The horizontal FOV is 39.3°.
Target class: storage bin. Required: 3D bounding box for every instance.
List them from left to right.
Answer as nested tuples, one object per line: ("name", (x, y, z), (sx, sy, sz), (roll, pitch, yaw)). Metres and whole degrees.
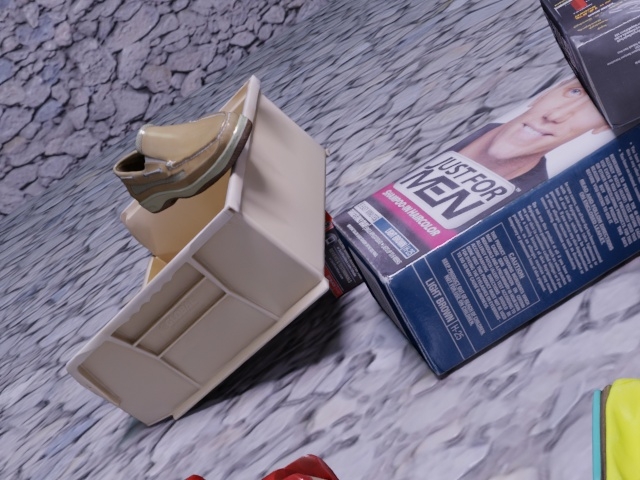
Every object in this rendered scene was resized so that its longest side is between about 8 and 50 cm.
("storage bin", (-0.117, 0.010, 0.907), (0.260, 0.123, 0.262), (-41, 25, 24))

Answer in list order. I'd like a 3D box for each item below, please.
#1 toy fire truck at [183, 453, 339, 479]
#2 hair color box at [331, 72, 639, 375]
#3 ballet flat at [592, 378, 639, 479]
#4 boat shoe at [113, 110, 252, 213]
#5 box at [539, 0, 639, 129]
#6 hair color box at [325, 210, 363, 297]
("toy fire truck", (-0.010, 0.205, 0.476), (0.246, 0.158, 0.217), (-37, 20, 13))
("hair color box", (0.196, -0.045, 0.770), (0.347, 0.105, 0.174), (-31, 22, -3))
("ballet flat", (0.164, 0.151, 0.442), (0.077, 0.077, 0.231), (0, 32, 24))
("boat shoe", (-0.136, -0.078, 0.818), (0.190, 0.072, 0.068), (-26, 34, 48))
("box", (0.339, -0.218, 0.705), (0.308, 0.076, 0.242), (-25, 19, 16))
("hair color box", (0.000, 0.000, 0.963), (0.043, 0.072, 0.141), (-33, 21, -3))
